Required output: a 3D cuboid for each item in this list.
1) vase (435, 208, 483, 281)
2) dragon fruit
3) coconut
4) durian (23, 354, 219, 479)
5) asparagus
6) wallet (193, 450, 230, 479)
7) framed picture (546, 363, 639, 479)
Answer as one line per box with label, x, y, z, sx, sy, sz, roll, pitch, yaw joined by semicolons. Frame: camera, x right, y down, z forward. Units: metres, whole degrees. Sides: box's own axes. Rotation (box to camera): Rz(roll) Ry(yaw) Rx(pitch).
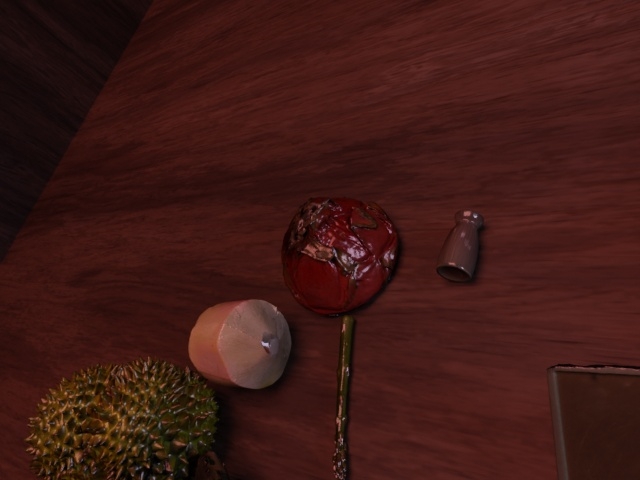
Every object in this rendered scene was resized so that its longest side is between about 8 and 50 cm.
vase;0.207;0.006;0.754;0.053;0.053;0.101;1;57;40
dragon fruit;0.003;0.001;0.858;0.218;0.148;0.224;-33;44;19
coconut;-0.127;0.170;0.853;0.152;0.147;0.147;-9;55;42
durian;-0.301;0.317;0.822;0.291;0.291;0.225;-38;54;13
asparagus;0.033;0.226;0.765;0.024;0.025;0.249;-7;55;19
wallet;-0.107;0.445;0.666;0.317;0.044;0.169;38;119;49
framed picture;0.345;0.208;0.447;0.265;0.018;0.193;-6;89;38
